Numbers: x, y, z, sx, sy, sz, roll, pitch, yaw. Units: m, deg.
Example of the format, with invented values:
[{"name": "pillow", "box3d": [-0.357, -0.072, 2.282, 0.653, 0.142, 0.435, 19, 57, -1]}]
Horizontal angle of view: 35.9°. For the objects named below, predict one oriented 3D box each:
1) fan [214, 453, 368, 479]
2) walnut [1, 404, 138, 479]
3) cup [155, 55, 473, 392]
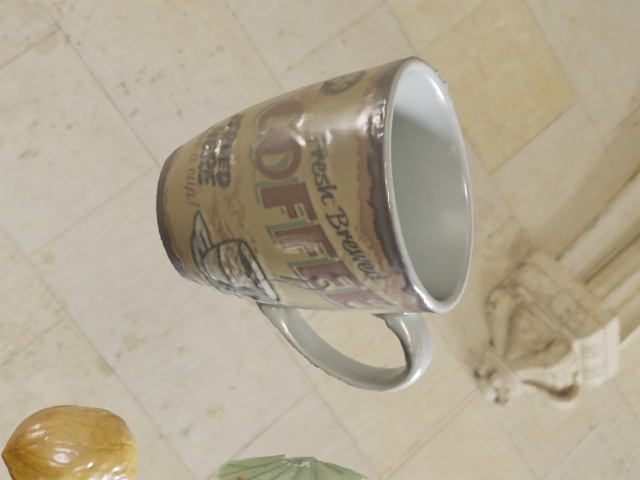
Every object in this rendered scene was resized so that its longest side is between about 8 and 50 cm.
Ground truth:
[{"name": "fan", "box3d": [-0.049, 0.298, 1.252, 0.240, 0.131, 0.009, -4, -77, 38]}, {"name": "walnut", "box3d": [-0.323, 0.281, 1.290, 0.180, 0.144, 0.144, 15, 0, -28]}, {"name": "cup", "box3d": [0.000, 0.000, 0.925, 0.257, 0.227, 0.301, -7, -76, 27]}]
